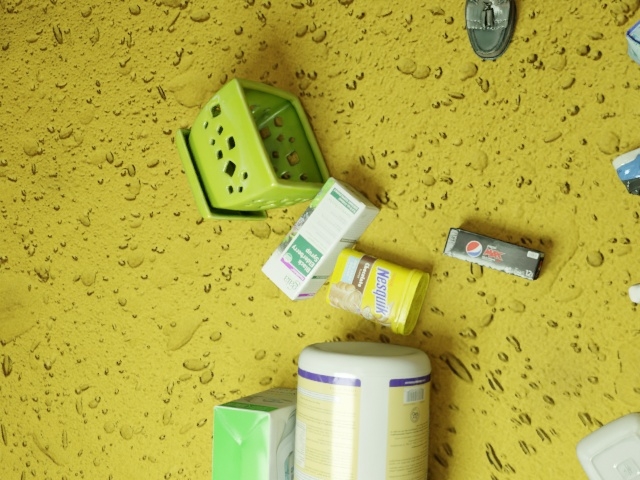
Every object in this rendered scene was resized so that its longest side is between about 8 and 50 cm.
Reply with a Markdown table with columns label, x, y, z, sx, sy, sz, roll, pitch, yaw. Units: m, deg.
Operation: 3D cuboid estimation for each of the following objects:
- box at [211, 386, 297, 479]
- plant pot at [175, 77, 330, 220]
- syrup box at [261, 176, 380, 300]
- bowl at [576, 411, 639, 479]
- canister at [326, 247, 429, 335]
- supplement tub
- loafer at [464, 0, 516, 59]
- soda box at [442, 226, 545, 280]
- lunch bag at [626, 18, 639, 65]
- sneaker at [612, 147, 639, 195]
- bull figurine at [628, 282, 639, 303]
| label | x | y | z | sx | sy | sz | roll | pitch | yaw |
| --- | --- | --- | --- | --- | --- | --- | --- | --- | --- |
| box | -0.096 | 0.428 | 1.398 | 0.127 | 0.231 | 0.261 | 1 | 88 | 27 |
| plant pot | -0.141 | -0.159 | 1.452 | 0.207 | 0.228 | 0.227 | -28 | 77 | 28 |
| syrup box | 0.000 | 0.000 | 1.446 | 0.093 | 0.096 | 0.237 | 42 | 103 | 19 |
| bowl | 0.513 | 0.376 | 1.227 | 0.142 | 0.053 | 0.142 | -37 | 76 | 19 |
| canister | 0.107 | 0.094 | 1.408 | 0.170 | 0.073 | 0.126 | 19 | 95 | 25 |
| supplement tub | 0.073 | 0.358 | 1.321 | 0.241 | 0.241 | 0.331 | 2 | 89 | 24 |
| loafer | 0.305 | -0.467 | 1.334 | 0.096 | 0.084 | 0.267 | 5 | 90 | 24 |
| soda box | 0.311 | 0.023 | 1.326 | 0.169 | 0.060 | 0.053 | 18 | 96 | 23 |
| lunch bag | 0.573 | -0.300 | 1.184 | 0.151 | 0.129 | 0.096 | 42 | 105 | 18 |
| sneaker | 0.571 | -0.127 | 1.215 | 0.152 | 0.058 | 0.084 | -27 | 72 | 25 |
| bull figurine | 0.616 | 0.009 | 1.120 | 0.310 | 0.188 | 0.101 | -43 | 72 | 17 |
